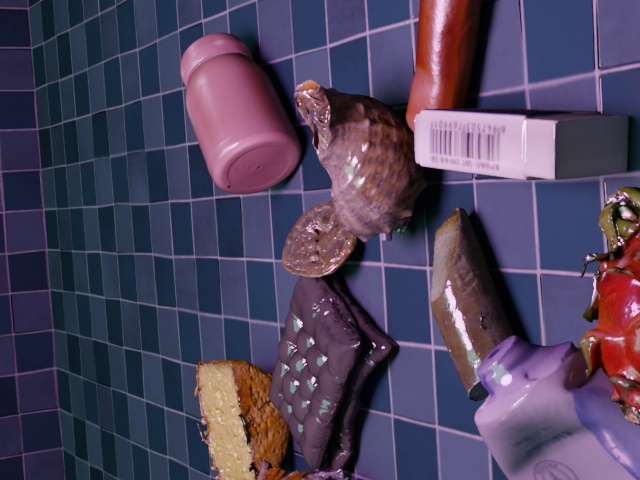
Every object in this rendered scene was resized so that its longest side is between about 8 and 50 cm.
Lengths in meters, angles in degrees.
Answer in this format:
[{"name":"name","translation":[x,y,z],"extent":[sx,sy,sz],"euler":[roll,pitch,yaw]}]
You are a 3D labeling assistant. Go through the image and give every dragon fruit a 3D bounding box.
[{"name":"dragon fruit","translation":[0.353,0.073,1.166],"extent":[0.269,0.200,0.198],"euler":[54,-179,38]}]

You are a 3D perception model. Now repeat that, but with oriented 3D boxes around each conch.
[{"name":"conch","translation":[0.075,-0.133,1.635],"extent":[0.210,0.159,0.291],"euler":[-90,-20,-56]}]

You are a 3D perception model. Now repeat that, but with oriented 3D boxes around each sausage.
[{"name":"sausage","translation":[0.177,-0.270,1.523],"extent":[0.089,0.083,0.300],"euler":[30,123,46]}]

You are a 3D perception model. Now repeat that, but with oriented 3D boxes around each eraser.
[{"name":"eraser","translation":[0.247,-0.126,1.383],"extent":[0.279,0.124,0.081],"euler":[15,108,58]}]

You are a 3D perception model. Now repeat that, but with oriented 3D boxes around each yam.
[{"name":"yam","translation":[0.204,0.085,1.518],"extent":[0.106,0.106,0.259],"euler":[-49,54,51]}]

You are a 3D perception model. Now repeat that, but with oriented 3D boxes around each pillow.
[{"name":"pillow","translation":[0.004,0.229,1.882],"extent":[0.228,0.101,0.326],"euler":[54,137,45]}]

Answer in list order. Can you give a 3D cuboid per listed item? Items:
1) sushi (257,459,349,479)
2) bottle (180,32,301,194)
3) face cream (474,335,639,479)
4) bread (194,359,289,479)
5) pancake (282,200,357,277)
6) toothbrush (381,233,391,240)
[{"name":"sushi","translation":[-0.013,0.488,1.820],"extent":[0.139,0.184,0.274],"euler":[-31,87,43]},{"name":"bottle","translation":[-0.160,-0.237,2.025],"extent":[0.206,0.173,0.297],"euler":[69,176,-60]},{"name":"face cream","translation":[0.330,0.289,1.233],"extent":[0.420,0.137,0.235],"euler":[52,134,5]},{"name":"bread","translation":[-0.141,0.346,2.105],"extent":[0.160,0.147,0.260],"euler":[-25,77,49]},{"name":"pancake","translation":[0.000,0.000,1.852],"extent":[0.158,0.028,0.158],"euler":[-22,48,27]},{"name":"toothbrush","translation":[0.104,-0.097,1.739],"extent":[0.017,0.014,0.194],"euler":[10,103,56]}]
